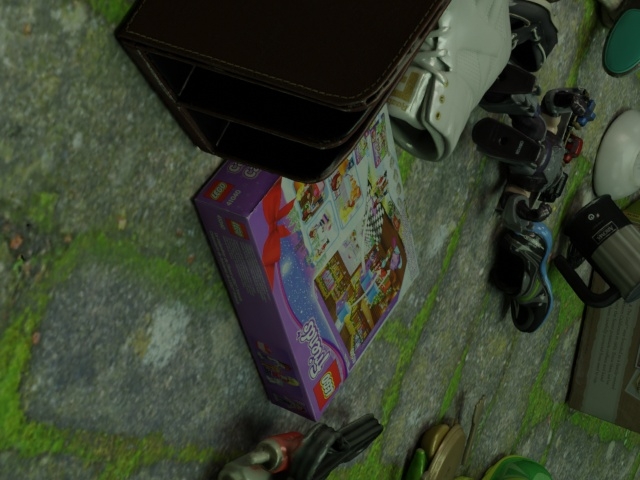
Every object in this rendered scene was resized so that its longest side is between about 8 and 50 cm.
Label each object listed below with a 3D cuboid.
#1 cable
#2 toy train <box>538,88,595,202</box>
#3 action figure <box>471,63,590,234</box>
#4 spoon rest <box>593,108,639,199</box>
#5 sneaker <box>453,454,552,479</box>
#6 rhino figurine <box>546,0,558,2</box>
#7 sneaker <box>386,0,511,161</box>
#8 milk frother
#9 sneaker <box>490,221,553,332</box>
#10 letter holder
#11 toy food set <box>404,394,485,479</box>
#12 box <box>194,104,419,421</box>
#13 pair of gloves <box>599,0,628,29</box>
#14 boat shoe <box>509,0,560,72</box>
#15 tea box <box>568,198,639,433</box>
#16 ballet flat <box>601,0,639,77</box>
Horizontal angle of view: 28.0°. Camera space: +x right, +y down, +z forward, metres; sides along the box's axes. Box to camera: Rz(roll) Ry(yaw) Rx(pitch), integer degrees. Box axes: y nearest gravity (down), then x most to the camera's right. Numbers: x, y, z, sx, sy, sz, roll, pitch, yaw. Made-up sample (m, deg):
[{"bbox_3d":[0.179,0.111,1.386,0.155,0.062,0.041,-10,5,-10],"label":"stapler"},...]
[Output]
[{"bbox_3d":[-0.008,0.195,1.246,0.139,0.072,0.287,-52,168,26],"label":"cable"},{"bbox_3d":[0.319,-0.121,1.656,0.027,0.036,0.158,34,78,-61],"label":"toy train"},{"bbox_3d":[0.241,-0.104,1.472,0.285,0.099,0.185,28,73,-65],"label":"action figure"},{"bbox_3d":[0.487,-0.140,1.917,0.276,0.084,0.137,-18,122,-40],"label":"spoon rest"},{"bbox_3d":[0.263,0.374,1.777,0.295,0.124,0.109,-2,108,-61],"label":"sneaker"},{"bbox_3d":[0.279,-0.380,1.389,0.243,0.073,0.106,-59,152,-24],"label":"rhino figurine"},{"bbox_3d":[0.102,-0.191,1.161,0.169,0.108,0.292,-60,152,-24],"label":"sneaker"},{"bbox_3d":[0.411,0.027,1.805,0.129,0.134,0.143,-46,156,23],"label":"milk frother"},{"bbox_3d":[0.251,0.048,1.631,0.078,0.067,0.188,-31,139,-20],"label":"sneaker"},{"bbox_3d":[0.039,-0.198,0.933,0.301,0.214,0.152,-61,150,-17],"label":"letter holder"},{"bbox_3d":[0.143,0.279,1.610,0.192,0.039,0.132,-40,147,-51],"label":"toy food set"},{"bbox_3d":[0.000,0.000,1.153,0.201,0.057,0.293,-53,147,-30],"label":"box"},{"bbox_3d":[0.423,-0.389,1.667,0.204,0.042,0.240,33,77,-61],"label":"pair of gloves"},{"bbox_3d":[0.205,-0.222,1.358,0.206,0.075,0.065,7,98,-66],"label":"boat shoe"},{"bbox_3d":[0.582,0.107,2.067,0.323,0.220,0.329,-27,130,-53],"label":"tea box"},{"bbox_3d":[0.416,-0.288,1.631,0.188,0.070,0.070,-62,152,4],"label":"ballet flat"}]
